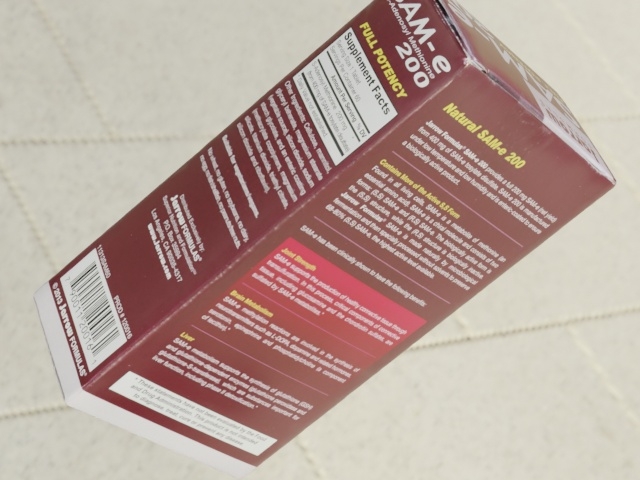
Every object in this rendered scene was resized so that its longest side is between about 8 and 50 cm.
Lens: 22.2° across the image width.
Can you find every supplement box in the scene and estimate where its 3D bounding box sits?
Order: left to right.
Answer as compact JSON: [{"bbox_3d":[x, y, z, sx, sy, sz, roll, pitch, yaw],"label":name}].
[{"bbox_3d":[0.000,0.000,0.749,0.130,0.239,0.073,33,25,-46],"label":"supplement box"}]
